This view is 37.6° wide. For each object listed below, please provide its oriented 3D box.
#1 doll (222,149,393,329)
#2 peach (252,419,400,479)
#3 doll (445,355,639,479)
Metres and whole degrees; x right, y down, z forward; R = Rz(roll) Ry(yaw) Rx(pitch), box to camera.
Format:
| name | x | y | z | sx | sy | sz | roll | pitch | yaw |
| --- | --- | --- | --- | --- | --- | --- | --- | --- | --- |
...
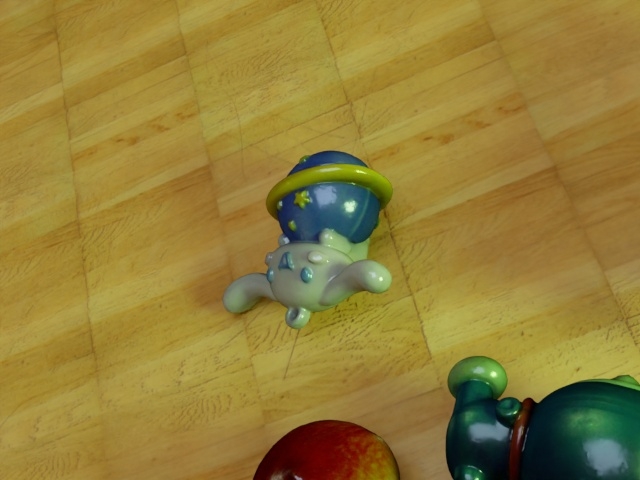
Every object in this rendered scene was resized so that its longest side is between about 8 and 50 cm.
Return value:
| name | x | y | z | sx | sy | sz | roll | pitch | yaw |
| --- | --- | --- | --- | --- | --- | --- | --- | --- | --- |
| doll | -0.011 | 0.008 | 1.338 | 0.311 | 0.159 | 0.243 | -26 | 68 | 36 |
| peach | 0.002 | 0.305 | 1.130 | 0.197 | 0.197 | 0.197 | -10 | 61 | 18 |
| doll | 0.280 | 0.248 | 1.046 | 0.321 | 0.199 | 0.186 | 1 | 35 | 31 |
